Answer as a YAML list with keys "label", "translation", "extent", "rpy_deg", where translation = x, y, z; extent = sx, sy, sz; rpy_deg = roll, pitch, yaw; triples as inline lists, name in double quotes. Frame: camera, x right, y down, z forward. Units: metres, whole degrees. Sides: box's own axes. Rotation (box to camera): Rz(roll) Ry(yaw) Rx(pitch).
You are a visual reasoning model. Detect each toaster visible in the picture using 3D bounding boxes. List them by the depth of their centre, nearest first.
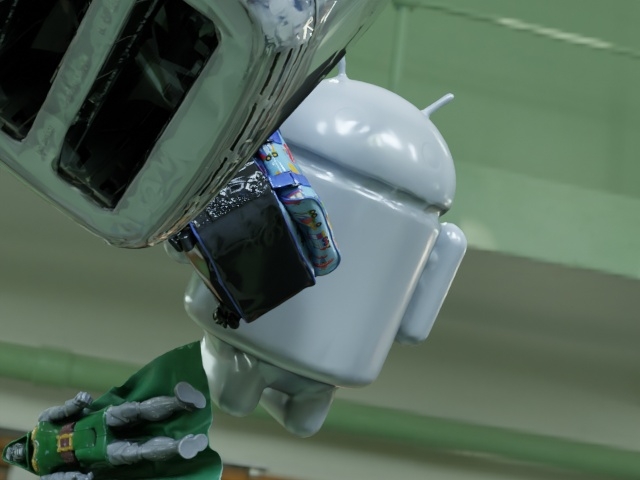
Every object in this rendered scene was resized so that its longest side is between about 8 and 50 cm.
- label: "toaster"
  translation: [-0.044, -0.100, 0.443]
  extent: [0.129, 0.146, 0.227]
  rpy_deg: [38, -40, -6]

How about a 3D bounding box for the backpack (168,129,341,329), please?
- label: "backpack"
  translation: [-0.076, -0.042, 0.998]
  extent: [0.117, 0.173, 0.158]
  rpy_deg: [-29, -35, -4]

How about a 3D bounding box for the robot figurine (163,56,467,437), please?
- label: "robot figurine"
  translation: [0.000, 0.000, 1.176]
  extent: [0.300, 0.353, 0.200]
  rpy_deg: [22, 3, -30]

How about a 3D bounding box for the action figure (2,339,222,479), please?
- label: "action figure"
  translation: [-0.195, 0.176, 1.105]
  extent: [0.232, 0.137, 0.063]
  rpy_deg: [-17, -22, 34]
